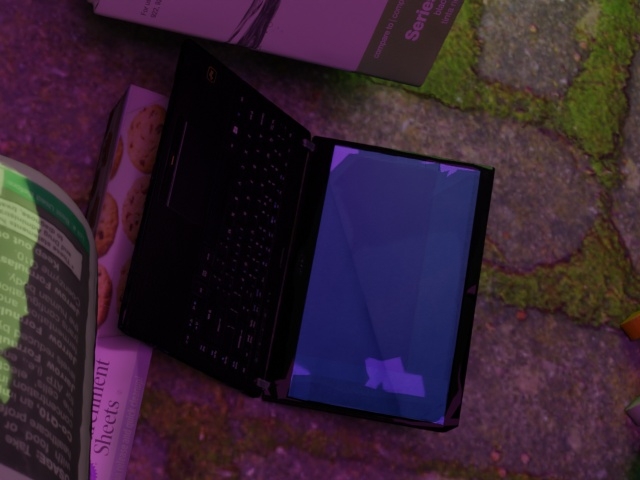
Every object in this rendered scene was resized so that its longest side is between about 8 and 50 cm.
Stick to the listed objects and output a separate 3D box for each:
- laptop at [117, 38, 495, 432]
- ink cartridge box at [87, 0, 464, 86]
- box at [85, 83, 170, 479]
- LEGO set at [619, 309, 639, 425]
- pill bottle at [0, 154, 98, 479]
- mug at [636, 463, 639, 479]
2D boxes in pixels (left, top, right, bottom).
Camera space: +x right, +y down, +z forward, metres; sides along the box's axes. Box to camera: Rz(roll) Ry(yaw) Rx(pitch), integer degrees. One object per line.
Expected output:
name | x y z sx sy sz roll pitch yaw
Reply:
laptop | 0.000 0.000 1.085 0.264 0.137 0.234 35 58 -48
ink cartridge box | -0.039 -0.246 1.117 0.273 0.114 0.198 10 40 -20
box | -0.153 0.044 1.054 0.067 0.063 0.324 18 69 -18
LEGO set | 0.345 0.054 1.248 0.227 0.093 0.087 -41 93 -27
pill bottle | -0.238 0.128 0.839 0.204 0.204 0.361 14 41 -19
mug | 0.344 0.210 1.200 0.158 0.097 0.129 -7 77 -26
